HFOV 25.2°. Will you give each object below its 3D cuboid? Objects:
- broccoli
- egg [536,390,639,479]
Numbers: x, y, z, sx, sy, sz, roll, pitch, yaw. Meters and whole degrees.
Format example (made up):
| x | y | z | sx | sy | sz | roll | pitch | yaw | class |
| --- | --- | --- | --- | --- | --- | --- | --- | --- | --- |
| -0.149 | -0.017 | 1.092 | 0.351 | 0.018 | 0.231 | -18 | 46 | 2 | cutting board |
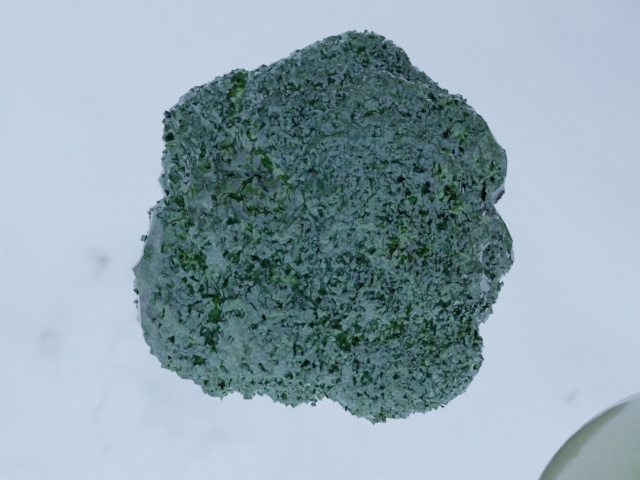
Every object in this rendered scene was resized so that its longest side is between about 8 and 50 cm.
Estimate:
| x | y | z | sx | sy | sz | roll | pitch | yaw | class |
| --- | --- | --- | --- | --- | --- | --- | --- | --- | --- |
| 0.000 | 0.000 | 1.095 | 0.308 | 0.275 | 0.307 | 4 | 78 | -19 | broccoli |
| 0.183 | 0.177 | 0.661 | 0.189 | 0.253 | 0.188 | -7 | 39 | 6 | egg |
